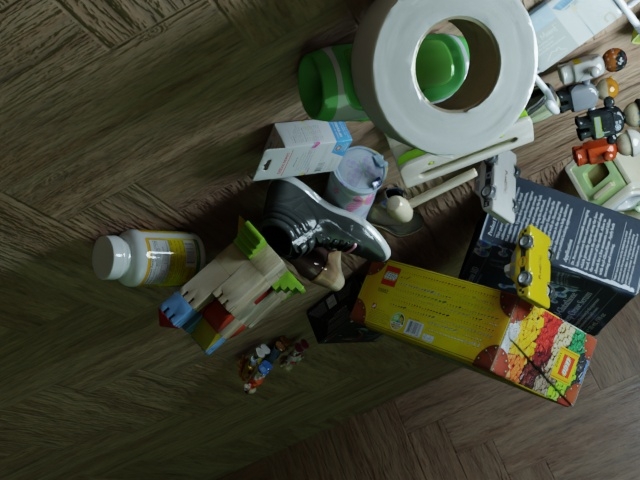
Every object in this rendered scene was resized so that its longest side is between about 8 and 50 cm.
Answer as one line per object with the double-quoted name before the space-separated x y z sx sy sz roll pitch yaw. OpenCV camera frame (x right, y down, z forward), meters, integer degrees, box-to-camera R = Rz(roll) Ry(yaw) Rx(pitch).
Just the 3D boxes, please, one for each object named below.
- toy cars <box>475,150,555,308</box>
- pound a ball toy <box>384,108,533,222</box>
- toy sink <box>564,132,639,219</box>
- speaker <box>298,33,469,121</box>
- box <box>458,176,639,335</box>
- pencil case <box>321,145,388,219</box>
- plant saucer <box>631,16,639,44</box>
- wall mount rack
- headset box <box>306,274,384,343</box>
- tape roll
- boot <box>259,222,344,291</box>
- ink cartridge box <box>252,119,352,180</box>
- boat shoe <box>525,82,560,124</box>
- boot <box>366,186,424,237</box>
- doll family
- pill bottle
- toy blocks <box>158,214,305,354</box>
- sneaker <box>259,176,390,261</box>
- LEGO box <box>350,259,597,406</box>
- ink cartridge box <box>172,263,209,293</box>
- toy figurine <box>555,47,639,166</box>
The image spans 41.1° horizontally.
"toy cars" 0.433 -0.029 1.959 0.087 0.394 0.176 -22 -179 44
"pound a ball toy" 0.263 -0.169 1.696 0.319 0.208 0.136 -21 155 7
"toy sink" 0.754 -0.135 2.167 0.131 0.234 0.153 -5 152 -34
"speaker" 0.117 -0.279 1.460 0.296 0.131 0.131 -12 154 -22
"box" 0.585 0.040 2.175 0.395 0.212 0.293 20 155 8
"pencil case" 0.060 -0.088 1.829 0.124 0.113 0.273 -39 165 -28
"plant saucer" 0.724 -0.465 1.687 0.188 0.045 0.188 -5 151 -33
"wall mount rack" 0.412 -0.390 1.493 0.350 0.130 0.304 -35 124 25
"headset box" 0.141 0.204 2.503 0.293 0.110 0.218 6 143 -46
"tape roll" 0.195 -0.279 1.352 0.286 0.286 0.100 -16 -161 -14
"boot" -0.049 0.007 1.936 0.207 0.248 0.090 36 99 -23
"ink cartridge box" -0.044 -0.174 1.621 0.181 0.062 0.104 -10 153 -27
"boat shoe" 0.390 -0.264 1.794 0.223 0.080 0.073 -25 136 10
"boot" 0.189 -0.067 2.018 0.219 0.082 0.106 3 148 -40
"doll family" -0.165 0.367 2.617 0.263 0.118 0.163 -24 157 -44
"pill bottle" -0.348 0.037 1.734 0.208 0.118 0.117 2 147 -43
"toy blocks" -0.189 0.122 1.779 0.261 0.191 0.381 -42 167 -5
"sneaker" 0.000 0.000 1.737 0.295 0.147 0.104 32 148 -13
"LEGO box" 0.388 0.230 2.221 0.372 0.193 0.500 27 172 -41
"ink cartridge box" -0.239 0.116 1.993 0.198 0.115 0.067 -4 151 -36
"toy figurine" 0.581 -0.275 1.758 0.148 0.210 0.213 -14 157 10
